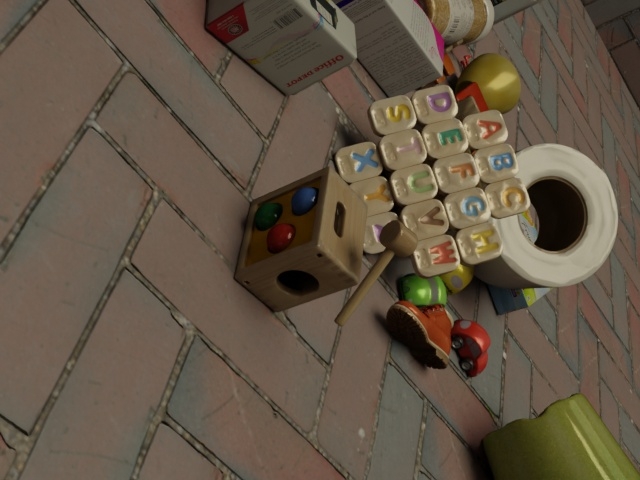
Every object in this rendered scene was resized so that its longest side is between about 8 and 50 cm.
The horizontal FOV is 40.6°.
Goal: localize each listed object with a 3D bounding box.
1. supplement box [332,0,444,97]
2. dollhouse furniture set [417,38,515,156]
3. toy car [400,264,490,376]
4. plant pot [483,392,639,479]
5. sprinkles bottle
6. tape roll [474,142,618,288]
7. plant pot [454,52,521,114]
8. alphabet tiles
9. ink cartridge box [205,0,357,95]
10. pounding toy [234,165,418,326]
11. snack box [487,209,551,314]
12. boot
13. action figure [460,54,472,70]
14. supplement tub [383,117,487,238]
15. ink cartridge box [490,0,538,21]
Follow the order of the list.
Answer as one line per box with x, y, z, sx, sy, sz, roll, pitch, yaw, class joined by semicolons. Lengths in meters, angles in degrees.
0.113;-0.369;1.494;0.220;0.114;0.111;44;38;-32;supplement box
0.275;-0.241;1.643;0.262;0.135;0.259;63;32;-9;dollhouse furniture set
0.207;0.096;1.412;0.225;0.053;0.239;18;57;-52;toy car
0.386;0.387;1.347;0.276;0.276;0.254;4;57;-56;plant pot
0.237;-0.450;1.724;0.355;0.121;0.121;-22;91;-59;sprinkles bottle
0.370;-0.036;1.521;0.246;0.169;0.246;1;85;-14;tape roll
0.335;-0.313;1.804;0.095;0.134;0.134;-30;98;-40;plant pot
0.173;-0.092;1.316;0.021;0.278;0.284;125;-50;-76;alphabet tiles
-0.051;-0.292;1.181;0.175;0.127;0.072;35;42;-44;ink cartridge box
0.003;0.005;1.007;0.094;0.206;0.181;43;39;-35;pounding toy
0.381;0.036;1.702;0.207;0.070;0.174;-19;88;-60;snack box
0.152;0.120;1.294;0.158;0.059;0.085;48;54;-42;boot
0.337;-0.350;1.900;0.030;0.038;0.115;-6;73;-16;action figure
0.185;-0.086;1.402;0.144;0.144;0.200;-2;74;-57;supplement tub
0.363;-0.639;1.889;0.130;0.272;0.309;-34;100;-58;ink cartridge box
